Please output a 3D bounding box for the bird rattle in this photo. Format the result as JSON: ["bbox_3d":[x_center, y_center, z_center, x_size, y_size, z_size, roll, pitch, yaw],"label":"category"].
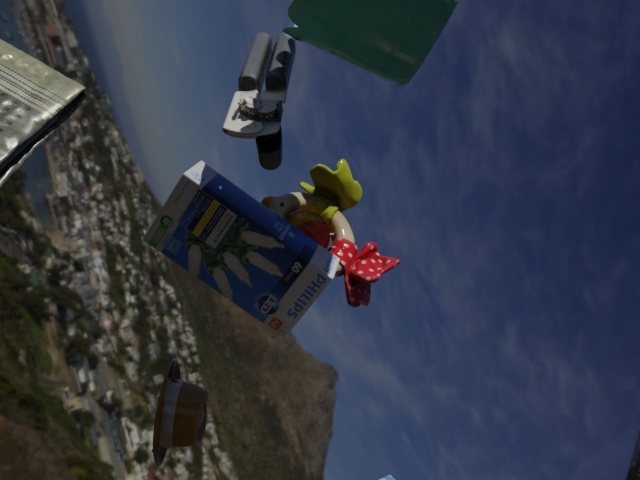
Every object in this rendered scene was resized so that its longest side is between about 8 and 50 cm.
[{"bbox_3d":[0.000,0.000,1.096,0.143,0.207,0.253,-38,-118,52],"label":"bird rattle"}]

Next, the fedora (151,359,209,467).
[{"bbox_3d":[-0.240,0.305,1.133,0.194,0.079,0.194,-173,-90,-86],"label":"fedora"}]

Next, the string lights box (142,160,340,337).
[{"bbox_3d":[-0.116,0.014,0.969,0.260,0.133,0.076,35,23,-4],"label":"string lights box"}]

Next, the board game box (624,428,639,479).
[{"bbox_3d":[0.241,0.038,0.270,0.053,0.192,0.305,27,-25,8],"label":"board game box"}]

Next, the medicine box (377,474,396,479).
[{"bbox_3d":[0.149,0.563,0.988,0.263,0.149,0.289,14,-58,62],"label":"medicine box"}]

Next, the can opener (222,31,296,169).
[{"bbox_3d":[-0.081,-0.209,0.913,0.280,0.074,0.093,-86,176,-46],"label":"can opener"}]

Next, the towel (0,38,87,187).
[{"bbox_3d":[-0.479,-0.157,0.717,0.056,0.324,0.312,-58,-175,44],"label":"towel"}]

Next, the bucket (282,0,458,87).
[{"bbox_3d":[0.088,-0.356,0.866,0.281,0.183,0.281,-63,-174,12],"label":"bucket"}]
